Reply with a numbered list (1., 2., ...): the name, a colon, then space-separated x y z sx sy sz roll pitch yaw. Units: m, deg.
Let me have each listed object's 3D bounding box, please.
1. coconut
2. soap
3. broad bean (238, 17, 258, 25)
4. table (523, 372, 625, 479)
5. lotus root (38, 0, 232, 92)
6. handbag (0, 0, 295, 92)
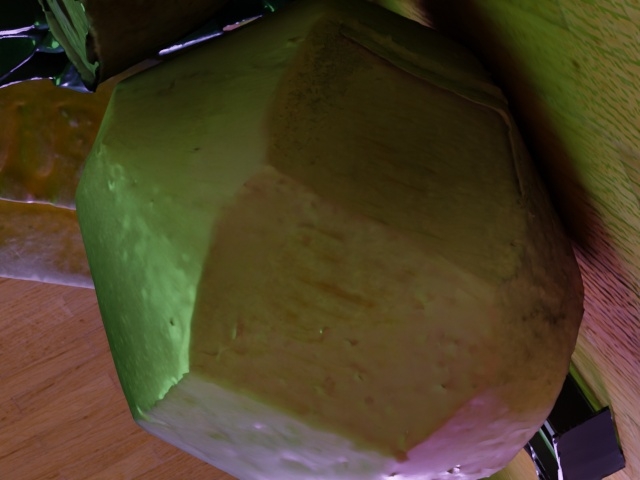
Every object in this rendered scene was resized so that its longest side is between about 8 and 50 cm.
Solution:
1. coconut: 0.000 0.000 0.922 0.353 0.352 0.352 62 179 3
2. soap: -0.202 -0.073 1.224 0.143 0.281 0.259 -95 12 -63
3. broad bean: -0.093 -0.335 1.398 0.291 0.119 0.238 59 171 29
4. table: 0.200 0.148 1.179 0.146 0.062 0.175 62 177 40
5. lotus root: -0.128 -0.247 0.862 0.272 0.192 0.272 60 176 8
6. handbag: -0.140 -0.229 1.097 0.238 0.326 0.089 -118 16 -50
